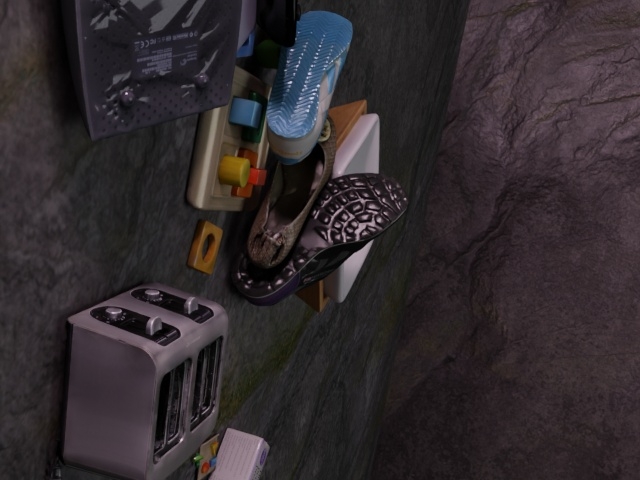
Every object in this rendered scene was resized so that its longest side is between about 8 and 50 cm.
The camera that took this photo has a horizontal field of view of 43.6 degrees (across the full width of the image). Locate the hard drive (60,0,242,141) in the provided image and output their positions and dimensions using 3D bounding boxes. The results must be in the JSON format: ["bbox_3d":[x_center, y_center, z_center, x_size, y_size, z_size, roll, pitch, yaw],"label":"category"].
[{"bbox_3d":[-0.143,-0.223,0.680,0.172,0.054,0.255,-25,136,-40],"label":"hard drive"}]

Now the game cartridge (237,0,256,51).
[{"bbox_3d":[-0.126,-0.309,0.797,0.294,0.060,0.196,86,26,-45],"label":"game cartridge"}]

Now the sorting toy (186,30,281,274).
[{"bbox_3d":[-0.098,-0.123,1.034,0.196,0.047,0.348,-3,105,-74],"label":"sorting toy"}]

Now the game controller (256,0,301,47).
[{"bbox_3d":[-0.044,-0.386,0.905,0.166,0.067,0.319,-122,-151,-63],"label":"game controller"}]

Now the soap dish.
[{"bbox_3d":[0.014,-0.061,1.339,0.229,0.118,0.291,-59,156,-48],"label":"soap dish"}]

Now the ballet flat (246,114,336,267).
[{"bbox_3d":[-0.039,-0.077,1.118,0.058,0.084,0.250,124,-10,-74],"label":"ballet flat"}]

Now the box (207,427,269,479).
[{"bbox_3d":[-0.162,0.449,1.201,0.063,0.067,0.324,75,30,-60],"label":"box"}]

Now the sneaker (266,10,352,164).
[{"bbox_3d":[-0.020,-0.209,1.063,0.092,0.087,0.229,100,10,-64],"label":"sneaker"}]

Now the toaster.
[{"bbox_3d":[-0.183,0.151,0.827,0.168,0.110,0.186,-28,128,-69],"label":"toaster"}]

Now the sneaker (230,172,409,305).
[{"bbox_3d":[0.000,0.000,1.193,0.283,0.107,0.124,-29,160,-5],"label":"sneaker"}]

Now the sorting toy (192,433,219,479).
[{"bbox_3d":[-0.169,0.324,1.177,0.083,0.012,0.062,-11,113,-73],"label":"sorting toy"}]
